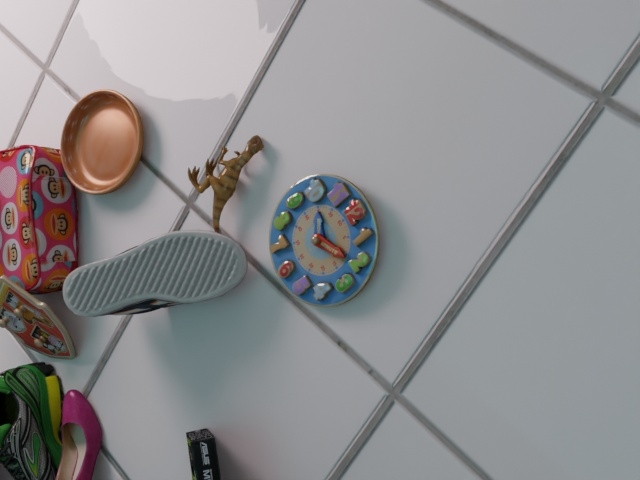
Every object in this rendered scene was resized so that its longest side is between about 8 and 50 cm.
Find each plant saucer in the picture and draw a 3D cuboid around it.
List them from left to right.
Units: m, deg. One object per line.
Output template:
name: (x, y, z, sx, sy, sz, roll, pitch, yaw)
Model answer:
plant saucer: (-0.408, -0.184, 1.378, 0.200, 0.037, 0.200, -1, 87, 27)

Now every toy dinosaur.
toy dinosaur: (-0.166, -0.085, 1.216, 0.112, 0.064, 0.211, 29, 104, 28)

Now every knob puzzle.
knob puzzle: (-0.559, 0.173, 1.414, 0.213, 0.030, 0.213, 17, 134, 18)

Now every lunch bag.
lunch bag: (-0.607, -0.035, 1.456, 0.258, 0.120, 0.293, -5, 86, 32)

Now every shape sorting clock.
shape sorting clock: (0.000, 0.000, 1.123, 0.206, 0.040, 0.206, -1, 87, 32)

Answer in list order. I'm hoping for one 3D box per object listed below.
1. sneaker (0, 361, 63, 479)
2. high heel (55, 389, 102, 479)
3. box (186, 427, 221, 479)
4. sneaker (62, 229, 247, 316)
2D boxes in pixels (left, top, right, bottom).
sneaker: (-0.579, 0.415, 1.408, 0.134, 0.146, 0.344, -20, 79, 30)
high heel: (-0.473, 0.405, 1.358, 0.082, 0.117, 0.244, -15, 81, 31)
box: (-0.177, 0.397, 1.150, 0.045, 0.190, 0.184, -6, 80, -13)
sneaker: (-0.268, 0.055, 1.249, 0.321, 0.127, 0.126, -10, 87, 12)
